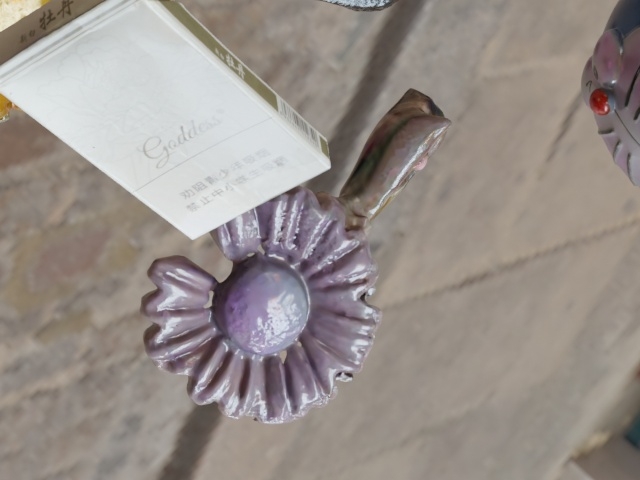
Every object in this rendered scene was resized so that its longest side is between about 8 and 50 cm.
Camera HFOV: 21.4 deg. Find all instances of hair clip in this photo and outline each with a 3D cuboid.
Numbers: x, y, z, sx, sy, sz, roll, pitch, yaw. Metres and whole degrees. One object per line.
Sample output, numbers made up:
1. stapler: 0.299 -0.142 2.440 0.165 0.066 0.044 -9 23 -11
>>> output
1. hair clip: 0.005 -0.002 1.226 0.300 0.173 0.069 -50 -161 -19

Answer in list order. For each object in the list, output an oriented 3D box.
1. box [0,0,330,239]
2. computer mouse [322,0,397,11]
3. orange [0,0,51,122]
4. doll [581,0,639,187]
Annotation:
1. box: -0.091 -0.076 0.978 0.109 0.029 0.198 -27 138 22
2. computer mouse: 0.016 -0.280 1.673 0.172 0.057 0.099 16 106 -33
3. orange: -0.282 -0.193 1.346 0.219 0.219 0.193 14 77 -62
4. doll: 0.340 -0.098 1.320 0.240 0.310 0.284 -23 151 -22
